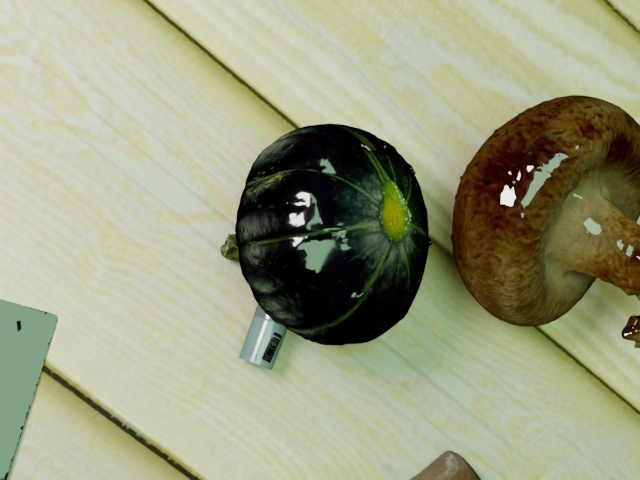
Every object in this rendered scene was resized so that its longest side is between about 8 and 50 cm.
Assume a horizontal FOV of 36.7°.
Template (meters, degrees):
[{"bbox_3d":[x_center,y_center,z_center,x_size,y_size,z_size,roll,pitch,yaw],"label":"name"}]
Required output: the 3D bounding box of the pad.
[{"bbox_3d":[-0.458,0.202,1.251,0.159,0.009,0.265,18,80,-14],"label":"pad"}]

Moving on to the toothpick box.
[{"bbox_3d":[-0.076,0.133,1.346,0.052,0.052,0.083,22,82,-14],"label":"toothpick box"}]

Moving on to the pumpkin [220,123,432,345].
[{"bbox_3d":[0.000,0.000,1.302,0.295,0.296,0.296,1,86,-17],"label":"pumpkin"}]

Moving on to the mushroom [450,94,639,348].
[{"bbox_3d":[0.358,-0.004,1.353,0.331,0.356,0.334,-36,140,10],"label":"mushroom"}]

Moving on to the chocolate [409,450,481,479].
[{"bbox_3d":[0.150,0.432,1.379,0.254,0.080,0.157,-32,96,-16],"label":"chocolate"}]
